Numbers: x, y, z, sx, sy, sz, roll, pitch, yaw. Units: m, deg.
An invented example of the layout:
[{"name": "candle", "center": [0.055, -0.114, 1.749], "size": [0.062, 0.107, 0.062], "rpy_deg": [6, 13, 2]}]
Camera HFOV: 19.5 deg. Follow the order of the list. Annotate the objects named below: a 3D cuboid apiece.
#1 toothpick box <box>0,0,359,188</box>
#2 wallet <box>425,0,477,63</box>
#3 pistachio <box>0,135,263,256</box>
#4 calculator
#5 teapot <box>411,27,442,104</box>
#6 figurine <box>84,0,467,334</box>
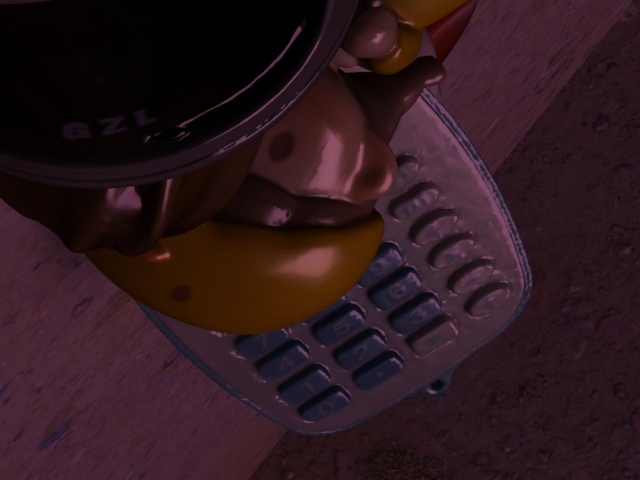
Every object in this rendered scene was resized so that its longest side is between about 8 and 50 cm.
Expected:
[{"name": "toothpick box", "center": [-0.090, -0.165, 0.595], "size": [0.229, 0.229, 0.316], "rpy_deg": [-47, 169, -9]}, {"name": "wallet", "center": [0.060, -0.157, 1.719], "size": [0.204, 0.045, 0.142], "rpy_deg": [-42, 167, -36]}, {"name": "pistachio", "center": [-0.089, -0.126, 0.900], "size": [0.213, 0.163, 0.260], "rpy_deg": [-119, -138, -60]}, {"name": "calculator", "center": [0.000, 0.000, 1.329], "size": [0.256, 0.054, 0.386], "rpy_deg": [-33, 129, 7]}, {"name": "teapot", "center": [-0.012, -0.080, 1.435], "size": [0.299, 0.166, 0.208], "rpy_deg": [-45, -147, 18]}, {"name": "figurine", "center": [-0.010, -0.099, 1.090], "size": [0.344, 0.215, 0.187], "rpy_deg": [-47, 175, 16]}]
